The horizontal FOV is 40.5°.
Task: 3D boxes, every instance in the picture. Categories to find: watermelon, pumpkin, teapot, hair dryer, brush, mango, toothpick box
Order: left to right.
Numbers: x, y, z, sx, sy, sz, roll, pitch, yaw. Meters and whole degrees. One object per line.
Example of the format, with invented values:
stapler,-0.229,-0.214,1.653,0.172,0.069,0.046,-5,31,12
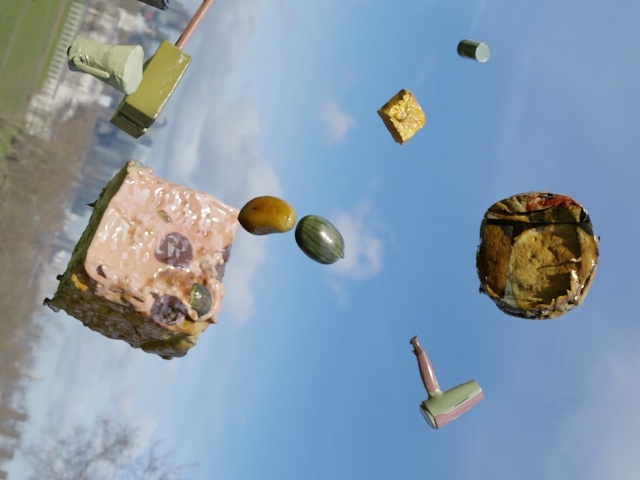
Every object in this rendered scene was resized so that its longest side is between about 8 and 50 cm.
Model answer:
teapot,-0.247,-0.200,0.975,0.067,0.083,0.057,-63,170,-61
brush,-0.190,-0.248,1.129,0.233,0.047,0.103,-64,-161,-17
pumpkin,-0.219,0.112,1.623,0.083,0.028,0.050,70,26,-61
mango,-0.092,-0.042,1.525,0.114,0.060,0.080,12,-127,42
watermelon,0.000,0.000,1.622,0.078,0.110,0.078,-41,-166,12
pumpkin,0.156,-0.235,1.645,0.074,0.083,0.054,-40,-158,-14
hair dryer,0.197,0.232,1.478,0.106,0.154,0.054,-31,178,-6
toothpick box,0.402,-0.499,2.275,0.083,0.052,0.052,35,-75,57

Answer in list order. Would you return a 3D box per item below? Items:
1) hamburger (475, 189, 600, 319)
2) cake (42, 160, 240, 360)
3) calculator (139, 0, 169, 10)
hamburger,0.372,0.026,1.482,0.231,0.107,0.230,-7,-105,27
cake,-0.353,0.042,1.801,0.293,0.314,0.306,-31,-146,56
calculator,-0.360,-0.483,1.511,0.274,0.166,0.028,91,18,-82
